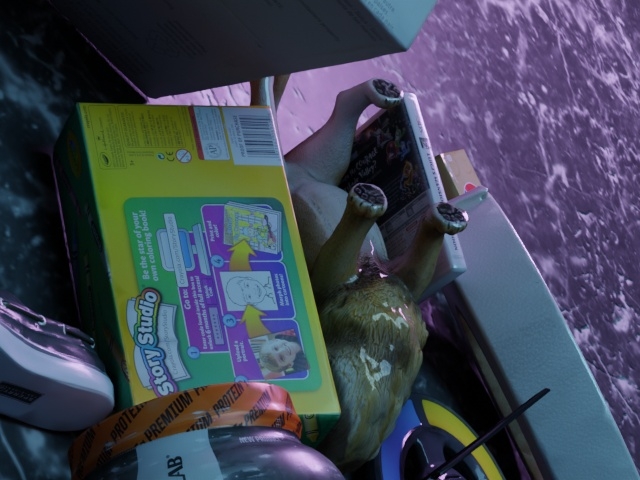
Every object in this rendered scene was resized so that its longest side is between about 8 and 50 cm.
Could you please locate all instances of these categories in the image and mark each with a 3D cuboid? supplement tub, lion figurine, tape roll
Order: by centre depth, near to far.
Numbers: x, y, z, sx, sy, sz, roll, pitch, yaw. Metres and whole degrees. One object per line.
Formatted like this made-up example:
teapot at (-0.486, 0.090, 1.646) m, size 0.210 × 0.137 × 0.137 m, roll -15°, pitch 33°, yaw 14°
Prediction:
supplement tub at (-0.053, 0.279, 1.331) m, size 0.207 × 0.207 × 0.338 m, roll 12°, pitch 55°, yaw -54°
lion figurine at (0.000, 0.000, 1.702) m, size 0.142 × 0.240 × 0.392 m, roll 8°, pitch 39°, yaw -22°
tape roll at (0.198, 0.137, 1.810) m, size 0.392 × 0.072 × 0.392 m, roll 64°, pitch 0°, yaw -1°

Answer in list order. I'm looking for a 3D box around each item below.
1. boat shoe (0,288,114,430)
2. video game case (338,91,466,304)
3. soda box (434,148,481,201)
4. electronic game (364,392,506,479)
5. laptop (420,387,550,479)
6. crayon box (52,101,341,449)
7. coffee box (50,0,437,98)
boat shoe at (-0.227, 0.065, 1.377) m, size 0.228 × 0.080 × 0.076 m, roll 27°, pitch 38°, yaw -47°
video game case at (0.043, -0.009, 1.750) m, size 0.022 × 0.190 × 0.173 m, roll 4°, pitch 60°, yaw -38°
soda box at (0.152, 0.001, 2.046) m, size 0.061 × 0.058 × 0.181 m, roll -15°, pitch 77°, yaw -60°
electronic game at (0.115, 0.244, 1.788) m, size 0.229 × 0.048 × 0.229 m, roll 39°, pitch 36°, yaw -36°
laptop at (0.074, 0.267, 1.487) m, size 0.136 × 0.234 × 0.264 m, roll 13°, pitch 52°, yaw -31°
crayon box at (-0.099, 0.030, 1.532) m, size 0.165 × 0.081 × 0.278 m, roll 0°, pitch 62°, yaw -24°
coffee box at (-0.069, -0.360, 1.614) m, size 0.337 × 0.338 × 0.334 m, roll 46°, pitch 60°, yaw -27°
